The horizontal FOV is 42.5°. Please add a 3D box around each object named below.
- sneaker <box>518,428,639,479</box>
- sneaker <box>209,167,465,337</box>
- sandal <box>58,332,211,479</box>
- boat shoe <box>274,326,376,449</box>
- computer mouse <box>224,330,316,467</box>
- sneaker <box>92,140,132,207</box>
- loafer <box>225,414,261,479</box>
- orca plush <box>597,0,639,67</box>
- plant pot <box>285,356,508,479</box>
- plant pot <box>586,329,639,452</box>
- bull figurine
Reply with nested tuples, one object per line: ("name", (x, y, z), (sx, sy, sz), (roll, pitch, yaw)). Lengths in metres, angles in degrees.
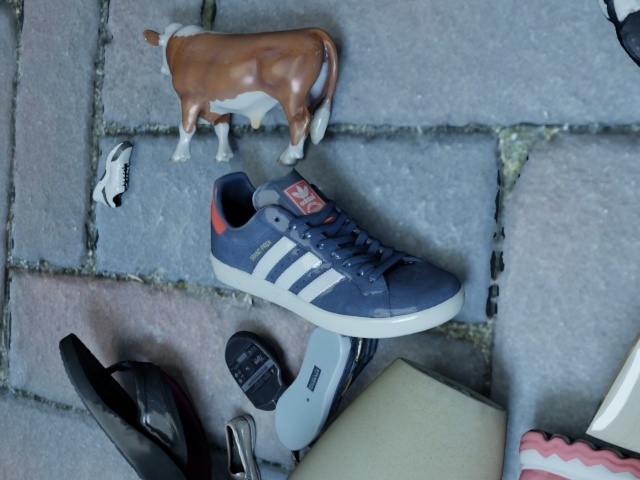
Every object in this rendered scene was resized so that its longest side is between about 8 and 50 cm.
("sneaker", (0.288, 0.261, 0.706), (0.314, 0.116, 0.136), (-3, 65, 61))
("sneaker", (0.000, 0.000, 0.936), (0.350, 0.131, 0.148), (13, 119, 34))
("sandal", (-0.198, 0.272, 1.106), (0.107, 0.167, 0.446), (-41, 62, -11))
("boat shoe", (0.011, 0.170, 0.983), (0.065, 0.083, 0.183), (39, 120, 28))
("computer mouse", (-0.040, 0.214, 1.048), (0.071, 0.041, 0.242), (-43, 73, 24))
("sneaker", (-0.300, -0.097, 1.228), (0.044, 0.040, 0.109), (32, 113, 14))
("loafer", (-0.108, 0.296, 1.090), (0.045, 0.039, 0.125), (-6, 87, 36))
("orca plush", (0.360, -0.156, 0.745), (0.287, 0.102, 0.151), (34, 65, 20))
("plant pot", (0.077, 0.271, 0.854), (0.257, 0.256, 0.273), (25, 89, 33))
("plant pot", (0.317, 0.141, 0.750), (0.096, 0.109, 0.109), (29, 107, 20))
("bull figurine", (-0.113, -0.192, 1.052), (0.311, 0.101, 0.188), (6, 98, 38))
